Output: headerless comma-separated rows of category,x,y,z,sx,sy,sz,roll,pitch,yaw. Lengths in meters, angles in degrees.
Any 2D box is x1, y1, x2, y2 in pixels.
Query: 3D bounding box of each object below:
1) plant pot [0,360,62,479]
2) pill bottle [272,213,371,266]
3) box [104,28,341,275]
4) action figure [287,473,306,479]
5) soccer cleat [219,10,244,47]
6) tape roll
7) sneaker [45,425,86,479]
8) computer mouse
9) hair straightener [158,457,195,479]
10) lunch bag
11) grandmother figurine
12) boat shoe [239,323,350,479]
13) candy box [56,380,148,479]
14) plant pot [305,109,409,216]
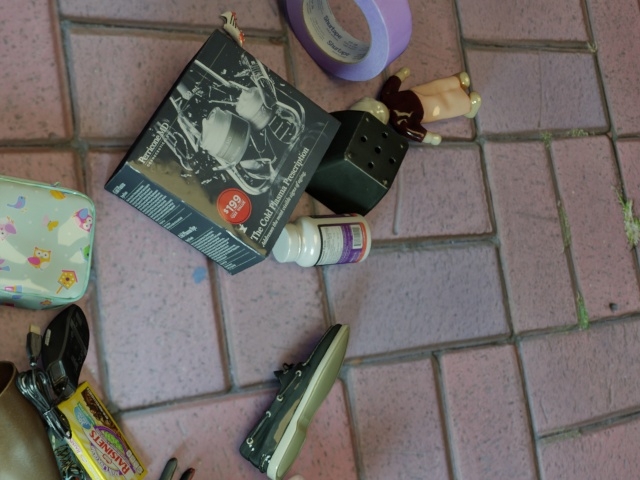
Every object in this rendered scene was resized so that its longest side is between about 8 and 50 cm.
plant pot,-0.522,0.350,1.379,0.215,0.215,0.230,-42,116,-30
pill bottle,0.000,0.000,1.794,0.193,0.108,0.108,-4,82,-31
box,-0.186,-0.166,1.668,0.312,0.179,0.343,34,65,-15
action figure,-0.144,0.602,1.540,0.370,0.248,0.275,-23,57,-8
soccer cleat,-0.188,-0.448,1.824,0.036,0.029,0.083,-18,86,-23
tape roll,0.059,-0.480,1.829,0.090,0.275,0.275,-45,103,-29
sneaker,-0.432,0.389,1.481,0.063,0.073,0.162,-18,90,-31
computer mouse,-0.456,0.189,1.432,0.060,0.184,0.262,-9,44,4
hair straightener,-0.321,0.495,1.549,0.089,0.047,0.230,39,68,-18
lunch bag,-0.531,-0.003,1.483,0.279,0.108,0.224,11,69,-30
grandmother figurine,0.215,-0.306,1.996,0.342,0.104,0.208,-15,60,-29
boat shoe,-0.053,0.301,1.705,0.113,0.127,0.340,20,72,20
candy box,-0.389,0.358,1.510,0.206,0.027,0.105,58,26,-8
plant pot,0.078,-0.174,1.842,0.188,0.167,0.187,35,64,-19
